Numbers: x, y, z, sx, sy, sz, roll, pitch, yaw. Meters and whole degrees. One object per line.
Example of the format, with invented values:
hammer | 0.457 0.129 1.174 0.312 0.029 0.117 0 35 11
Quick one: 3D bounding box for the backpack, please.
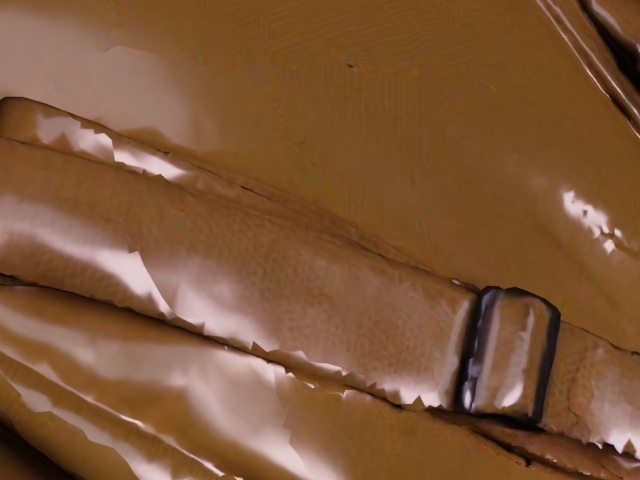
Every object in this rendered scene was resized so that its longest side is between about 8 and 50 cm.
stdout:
backpack | 0.002 -0.001 0.601 0.378 0.201 0.353 39 58 -6
